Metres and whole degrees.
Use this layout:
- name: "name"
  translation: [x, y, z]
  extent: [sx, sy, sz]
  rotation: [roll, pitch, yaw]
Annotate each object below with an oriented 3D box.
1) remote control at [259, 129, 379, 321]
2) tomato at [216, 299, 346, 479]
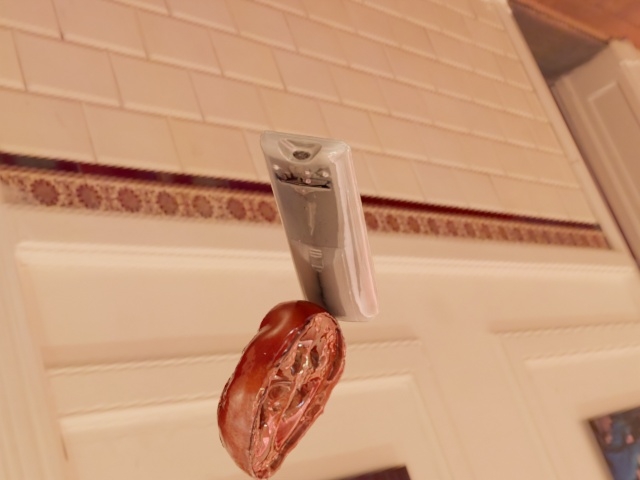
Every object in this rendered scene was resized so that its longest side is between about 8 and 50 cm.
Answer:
- name: "remote control"
  translation: [0.000, 0.000, 1.115]
  extent: [0.109, 0.055, 0.313]
  rotation: [11, 142, 21]
- name: "tomato"
  translation: [-0.059, 0.171, 1.136]
  extent: [0.228, 0.101, 0.228]
  rotation: [-50, 155, -34]
